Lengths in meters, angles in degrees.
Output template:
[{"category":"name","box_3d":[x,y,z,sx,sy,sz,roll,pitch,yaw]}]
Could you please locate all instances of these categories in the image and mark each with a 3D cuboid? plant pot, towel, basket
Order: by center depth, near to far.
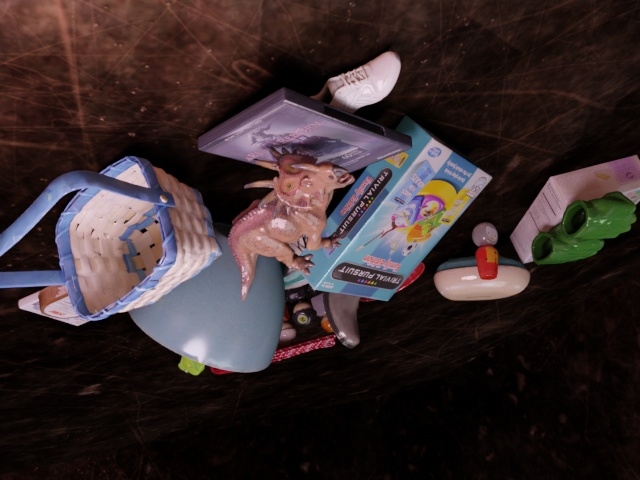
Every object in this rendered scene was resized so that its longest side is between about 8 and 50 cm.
[{"category":"basket","box_3d":[-0.312,0.001,0.825,0.254,0.201,0.289,-31,165,23]},{"category":"plant pot","box_3d":[-0.182,0.081,1.065,0.290,0.290,0.196,15,104,-50]},{"category":"towel","box_3d":[-0.119,0.288,1.449,0.274,0.031,0.198,-8,173,-41]}]

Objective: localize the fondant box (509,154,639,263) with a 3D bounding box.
[{"category":"fondant box","box_3d":[0.671,-0.072,1.504,0.238,0.096,0.330,-15,156,-7]}]

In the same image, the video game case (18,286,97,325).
[{"category":"video game case","box_3d":[-0.479,0.118,1.179,0.190,0.022,0.173,-23,155,9]}]

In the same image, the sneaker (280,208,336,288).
[{"category":"sneaker","box_3d":[0.000,0.000,1.182,0.302,0.108,0.121,-25,154,-4]}]

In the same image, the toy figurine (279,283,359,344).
[{"category":"toy figurine","box_3d":[-0.019,0.162,1.441,0.209,0.148,0.213,-3,151,-30]}]

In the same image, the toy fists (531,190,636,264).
[{"category":"toy fists","box_3d":[0.618,-0.025,1.347,0.142,0.096,0.279,-1,153,-10]}]

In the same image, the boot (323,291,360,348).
[{"category":"boot","box_3d":[0.087,0.102,1.281,0.161,0.247,0.083,-24,156,21]}]

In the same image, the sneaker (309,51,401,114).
[{"category":"sneaker","box_3d":[0.047,-0.217,0.816,0.152,0.054,0.061,-33,149,30]}]

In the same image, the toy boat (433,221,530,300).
[{"category":"toy boat","box_3d":[0.450,0.068,1.586,0.267,0.148,0.318,-3,160,9]}]

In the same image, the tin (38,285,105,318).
[{"category":"tin","box_3d":[-0.448,0.100,1.096,0.189,0.040,0.106,-23,151,12]}]

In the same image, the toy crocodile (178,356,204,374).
[{"category":"toy crocodile","box_3d":[-0.304,0.271,1.529,0.115,0.105,0.340,-39,178,-40]}]

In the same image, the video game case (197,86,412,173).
[{"category":"video game case","box_3d":[-0.018,-0.150,0.878,0.196,0.026,0.274,-17,163,42]}]

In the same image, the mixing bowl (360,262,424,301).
[{"category":"mixing bowl","box_3d":[0.153,0.063,1.405,0.181,0.098,0.181,-19,154,-10]}]

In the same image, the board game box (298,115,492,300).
[{"category":"board game box","box_3d":[0.143,-0.040,1.084,0.253,0.079,0.336,15,118,-50]}]

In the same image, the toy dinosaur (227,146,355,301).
[{"category":"toy dinosaur","box_3d":[-0.068,-0.036,0.885,0.295,0.127,0.200,-41,151,18]}]
